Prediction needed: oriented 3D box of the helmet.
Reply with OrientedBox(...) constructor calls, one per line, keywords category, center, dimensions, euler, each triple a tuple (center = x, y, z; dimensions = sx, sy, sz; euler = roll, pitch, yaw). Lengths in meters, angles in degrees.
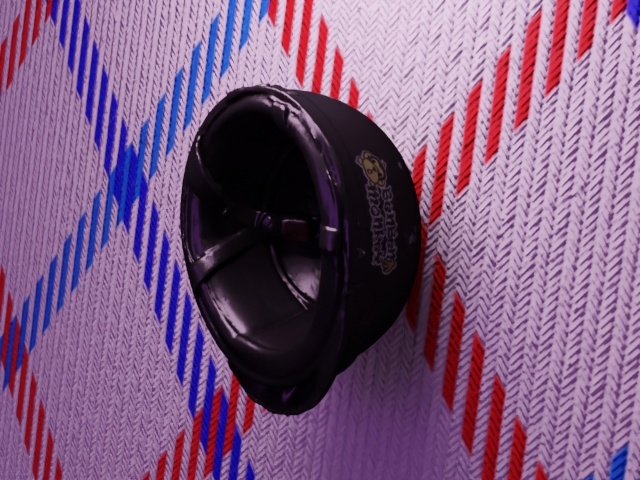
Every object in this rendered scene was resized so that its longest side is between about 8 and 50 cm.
OrientedBox(category="helmet", center=(0.000, 0.000, 1.290), dimensions=(0.230, 0.160, 0.279), euler=(-15, 86, 50))
